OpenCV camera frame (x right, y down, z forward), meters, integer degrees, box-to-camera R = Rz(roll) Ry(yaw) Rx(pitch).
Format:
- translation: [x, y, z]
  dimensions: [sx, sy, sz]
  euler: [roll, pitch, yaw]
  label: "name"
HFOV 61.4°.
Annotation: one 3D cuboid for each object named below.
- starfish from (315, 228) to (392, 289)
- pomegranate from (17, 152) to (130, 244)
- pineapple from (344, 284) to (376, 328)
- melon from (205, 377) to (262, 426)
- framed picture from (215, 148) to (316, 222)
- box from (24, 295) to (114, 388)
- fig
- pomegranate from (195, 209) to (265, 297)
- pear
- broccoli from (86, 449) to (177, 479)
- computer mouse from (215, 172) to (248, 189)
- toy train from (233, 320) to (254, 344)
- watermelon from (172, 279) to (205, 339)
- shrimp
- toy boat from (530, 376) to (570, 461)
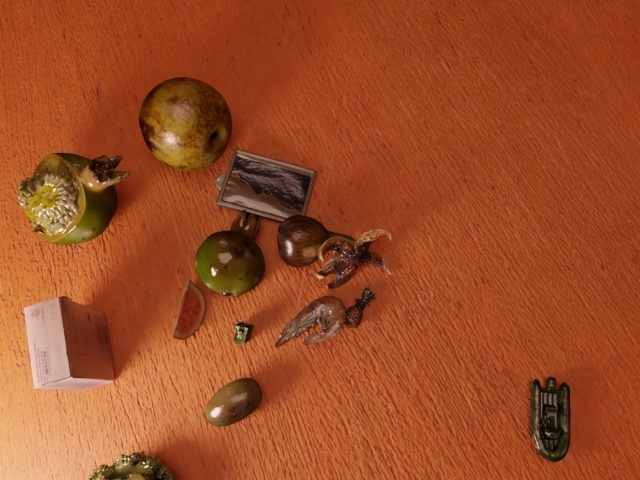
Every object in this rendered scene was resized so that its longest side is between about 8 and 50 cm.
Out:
- translation: [0.099, 0.048, 1.511]
  dimensions: [0.238, 0.216, 0.071]
  euler: [-42, 36, 12]
  label: "starfish"
- translation: [-0.677, -0.130, 1.509]
  dimensions: [0.340, 0.260, 0.261]
  euler: [-23, 72, 20]
  label: "pomegranate"
- translation: [0.109, 0.184, 1.509]
  dimensions: [0.058, 0.058, 0.124]
  euler: [31, 62, 10]
  label: "pineapple"
- translation: [-0.229, 0.425, 1.413]
  dimensions: [0.162, 0.099, 0.099]
  euler: [-31, 75, -5]
  label: "melon"
- translation: [-0.159, -0.159, 1.616]
  dimensions: [0.265, 0.018, 0.192]
  euler: [14, 72, -2]
  label: "framed picture"
- translation: [-0.638, 0.272, 1.391]
  dimensions: [0.106, 0.252, 0.203]
  euler: [-18, 74, -1]
  label: "box"
- translation: [0.000, 0.000, 1.529]
  dimensions: [0.245, 0.149, 0.149]
  euler: [-2, 72, -11]
  label: "fig"
- translation: [-0.234, 0.039, 1.503]
  dimensions: [0.240, 0.159, 0.190]
  euler: [-38, 76, -15]
  label: "pomegranate"
- translation: [-0.396, -0.340, 1.565]
  dimensions: [0.283, 0.283, 0.284]
  euler: [0, 73, 1]
  label: "pear"
- translation: [-0.444, 0.628, 1.313]
  dimensions: [0.226, 0.176, 0.198]
  euler: [12, 44, 37]
  label: "broccoli"
- translation: [-0.262, -0.175, 1.634]
  dimensions: [0.110, 0.032, 0.056]
  euler: [-7, 76, -8]
  label: "computer mouse"
- translation: [-0.211, 0.251, 1.470]
  dimensions: [0.038, 0.093, 0.057]
  euler: [14, 88, 4]
  label: "toy train"
- translation: [-0.378, 0.199, 1.505]
  dimensions: [0.068, 0.087, 0.164]
  euler: [0, 68, 34]
  label: "watermelon"
- translation: [-0.026, 0.239, 1.477]
  dimensions: [0.223, 0.047, 0.126]
  euler: [-37, 52, -3]
  label: "shrimp"
- translation: [0.599, 0.462, 1.402]
  dimensions: [0.104, 0.052, 0.211]
  euler: [7, 72, 1]
  label: "toy boat"
